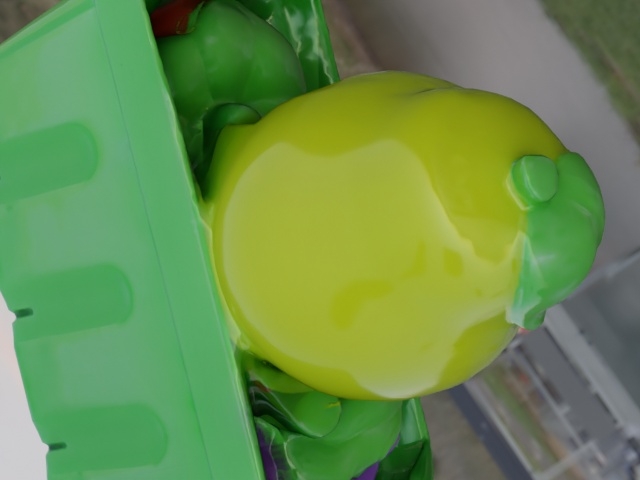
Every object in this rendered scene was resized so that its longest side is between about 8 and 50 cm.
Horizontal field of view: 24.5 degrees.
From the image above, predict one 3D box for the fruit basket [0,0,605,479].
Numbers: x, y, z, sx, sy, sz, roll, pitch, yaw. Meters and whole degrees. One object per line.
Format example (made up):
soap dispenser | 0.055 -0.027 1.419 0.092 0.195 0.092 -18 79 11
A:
fruit basket | 0.000 0.000 0.835 0.392 0.392 0.283 56 -157 7
